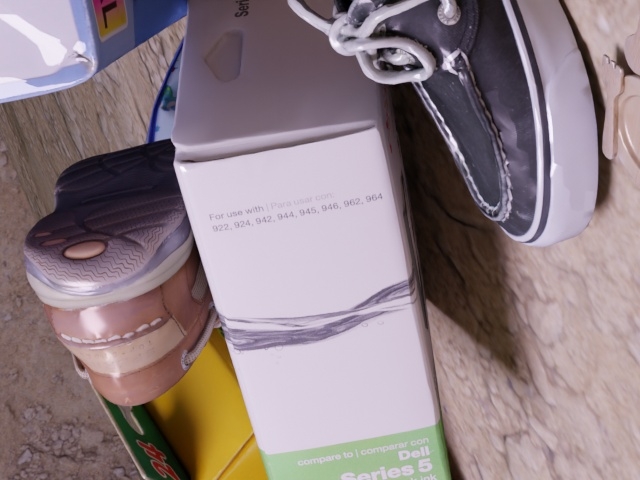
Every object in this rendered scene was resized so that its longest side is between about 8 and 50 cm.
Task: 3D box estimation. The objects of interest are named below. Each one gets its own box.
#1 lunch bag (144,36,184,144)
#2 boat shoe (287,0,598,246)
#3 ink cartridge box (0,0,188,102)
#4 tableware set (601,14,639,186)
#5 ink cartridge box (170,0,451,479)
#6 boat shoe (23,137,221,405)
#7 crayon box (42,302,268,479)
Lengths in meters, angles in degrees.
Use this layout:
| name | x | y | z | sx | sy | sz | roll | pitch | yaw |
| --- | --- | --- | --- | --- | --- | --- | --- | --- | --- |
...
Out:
| name | x | y | z | sx | sy | sz | roll | pitch | yaw |
| --- | --- | --- | --- | --- | --- | --- | --- | --- | --- |
| lunch bag | -0.098 | -0.093 | 1.216 | 0.129 | 0.096 | 0.151 | 106 | 166 | -65 |
| boat shoe | 0.045 | -0.127 | 0.705 | 0.113 | 0.105 | 0.306 | 29 | 141 | 63 |
| ink cartridge box | -0.172 | -0.249 | 0.872 | 0.395 | 0.151 | 0.270 | -69 | -31 | -72 |
| tableware set | 0.170 | -0.030 | 0.614 | 0.169 | 0.020 | 0.141 | 56 | 161 | 26 |
| ink cartridge box | 0.000 | 0.000 | 0.887 | 0.198 | 0.114 | 0.273 | -93 | -8 | -54 |
| boat shoe | -0.111 | 0.009 | 0.949 | 0.324 | 0.123 | 0.116 | -68 | -33 | -70 |
| crayon box | -0.041 | 0.132 | 1.104 | 0.318 | 0.081 | 0.202 | 30 | -167 | -46 |
